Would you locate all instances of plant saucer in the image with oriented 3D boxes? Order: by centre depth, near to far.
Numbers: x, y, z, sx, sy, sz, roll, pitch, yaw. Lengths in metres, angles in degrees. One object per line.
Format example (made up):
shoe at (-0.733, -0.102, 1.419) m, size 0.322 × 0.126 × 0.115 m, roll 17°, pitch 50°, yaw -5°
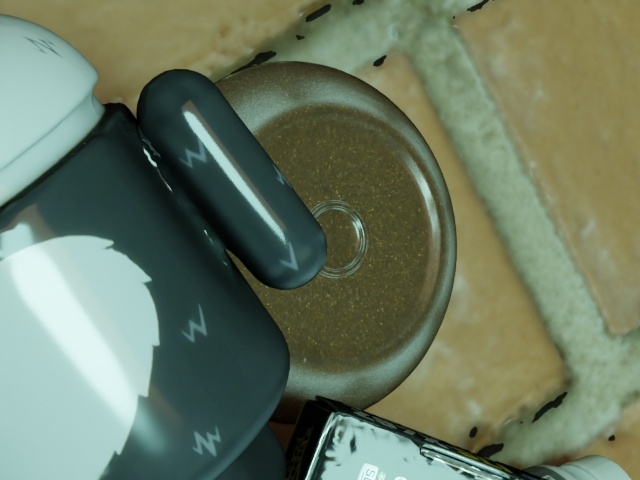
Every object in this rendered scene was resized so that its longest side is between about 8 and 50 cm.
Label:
plant saucer at (0.000, 0.000, 0.850) m, size 0.199 × 0.036 × 0.198 m, roll 2°, pitch 86°, yaw -31°

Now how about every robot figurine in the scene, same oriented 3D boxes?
robot figurine at (-0.124, 0.035, 0.696) m, size 0.209 × 0.174 × 0.278 m, roll -41°, pitch 107°, yaw -25°

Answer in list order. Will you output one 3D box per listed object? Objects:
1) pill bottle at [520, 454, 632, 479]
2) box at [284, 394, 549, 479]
pill bottle at (0.109, 0.170, 0.877) m, size 0.137 × 0.078 × 0.078 m, roll -16°, pitch 95°, yaw -30°
box at (0.059, 0.268, 0.769) m, size 0.257 × 0.079 × 0.322 m, roll 21°, pitch 86°, yaw -10°
